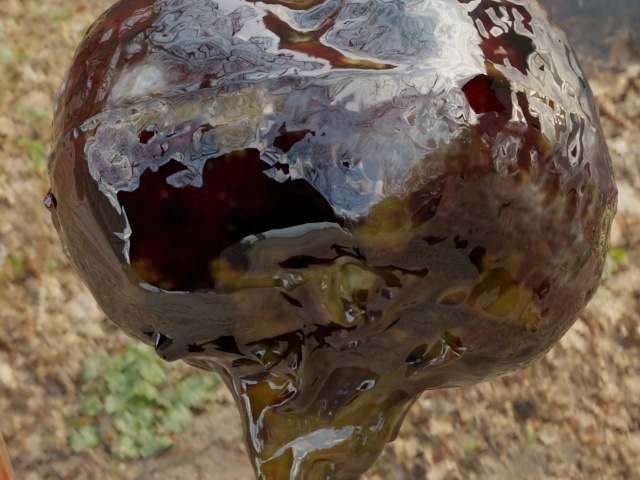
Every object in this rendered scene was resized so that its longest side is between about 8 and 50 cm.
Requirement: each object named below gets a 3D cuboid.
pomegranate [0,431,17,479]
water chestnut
[{"bbox_3d":[-0.268,0.128,0.602,0.322,0.322,0.322,-11,50,13],"label":"pomegranate"},{"bbox_3d":[0.000,0.000,0.871,0.335,0.335,0.347,2,68,23],"label":"water chestnut"}]
